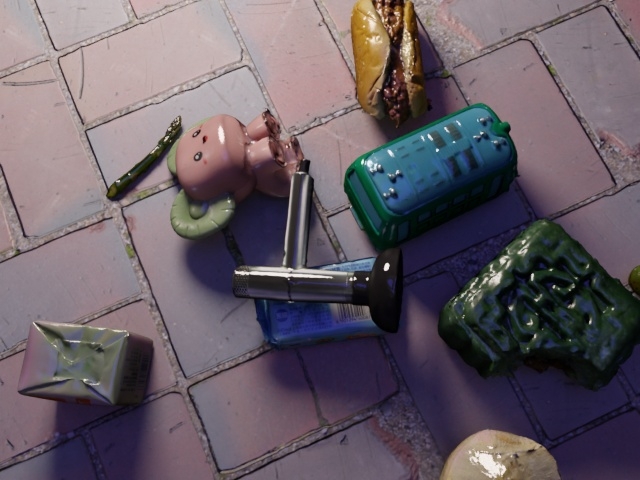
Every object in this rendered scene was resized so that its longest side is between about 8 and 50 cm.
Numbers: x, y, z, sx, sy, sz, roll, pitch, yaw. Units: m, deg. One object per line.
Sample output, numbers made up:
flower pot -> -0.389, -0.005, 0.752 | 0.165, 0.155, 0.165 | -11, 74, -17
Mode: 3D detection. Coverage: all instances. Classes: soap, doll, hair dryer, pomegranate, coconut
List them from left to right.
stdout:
soap -> -0.428, 0.230, 1.322 | 0.182, 0.199, 0.139 | 7, 78, 2
doll -> -0.189, -0.141, 1.449 | 0.268, 0.216, 0.284 | -21, 56, 20
hair dryer -> 0.013, 0.000, 1.316 | 0.320, 0.155, 0.284 | 12, 94, 10
soap -> 0.015, 0.124, 1.408 | 0.293, 0.077, 0.156 | -8, 73, -2
coconut -> 0.318, 0.443, 1.237 | 0.226, 0.230, 0.227 | 0, 74, 0
pomegranate -> 0.649, 0.075, 1.423 | 0.073, 0.073, 0.085 | -15, 39, -3

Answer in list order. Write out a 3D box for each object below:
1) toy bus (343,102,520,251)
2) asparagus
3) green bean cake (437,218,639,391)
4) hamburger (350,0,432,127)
toy bus -> 0.224, -0.134, 1.417 | 0.343, 0.199, 0.184 | -26, 75, -8
asparagus -> -0.371, -0.175, 1.522 | 0.034, 0.027, 0.236 | 42, 79, 0
green bean cake -> 0.422, 0.156, 1.349 | 0.300, 0.169, 0.308 | -43, 80, -10
hamburger -> 0.145, -0.401, 1.510 | 0.155, 0.245, 0.282 | -7, 30, 4
